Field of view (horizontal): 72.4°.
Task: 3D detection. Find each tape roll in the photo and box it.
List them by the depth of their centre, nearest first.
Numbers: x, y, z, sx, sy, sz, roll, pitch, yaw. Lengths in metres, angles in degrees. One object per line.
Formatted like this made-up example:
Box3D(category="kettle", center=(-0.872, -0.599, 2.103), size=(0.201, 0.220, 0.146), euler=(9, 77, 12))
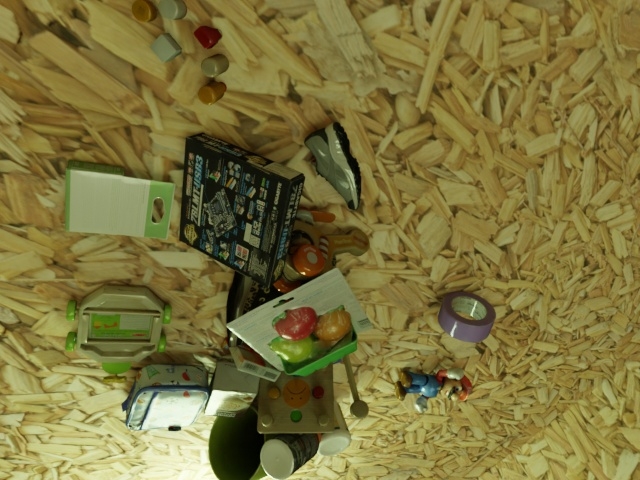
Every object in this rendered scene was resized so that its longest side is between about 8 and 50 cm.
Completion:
Box3D(category="tape roll", center=(0.526, 0.273, 1.581), size=(0.189, 0.189, 0.080), euler=(-4, 123, -16))

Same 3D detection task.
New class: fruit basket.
Box3D(category="fruit basket", center=(-0.043, 0.233, 1.241), size=(0.327, 0.165, 0.353), euler=(-28, 133, 3))

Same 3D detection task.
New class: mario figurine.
Box3D(category="mario figurine", center=(0.484, 0.618, 1.810), size=(0.321, 0.170, 0.198), euler=(3, 157, -12))

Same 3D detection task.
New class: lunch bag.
Box3D(category="lunch bag", center=(-0.505, 0.517, 1.419), size=(0.243, 0.114, 0.303), euler=(9, 131, -28))

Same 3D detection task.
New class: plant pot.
Box3D(category="plant pot", center=(-0.217, 0.758, 1.644), size=(0.275, 0.274, 0.294), euler=(-44, 141, 13))

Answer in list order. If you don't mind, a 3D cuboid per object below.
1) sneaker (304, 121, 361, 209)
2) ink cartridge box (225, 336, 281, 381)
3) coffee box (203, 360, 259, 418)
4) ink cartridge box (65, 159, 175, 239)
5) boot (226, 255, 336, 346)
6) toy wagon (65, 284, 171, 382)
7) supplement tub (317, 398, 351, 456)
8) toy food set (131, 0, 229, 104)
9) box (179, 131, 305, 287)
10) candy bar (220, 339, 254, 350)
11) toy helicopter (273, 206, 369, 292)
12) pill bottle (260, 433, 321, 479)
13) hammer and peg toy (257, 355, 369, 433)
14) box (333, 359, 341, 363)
Box3D(category="sneaker", center=(0.043, -0.190, 1.172), size=(0.108, 0.100, 0.271), euler=(-11, 133, 19))
Box3D(category="ink cartridge box", center=(-0.218, 0.367, 1.404), size=(0.145, 0.179, 0.045), euler=(31, 98, -33))
Box3D(category="coffee box", center=(-0.298, 0.503, 1.458), size=(0.141, 0.098, 0.246), euler=(11, 139, -13))
Box3D(category="ink cartridge box", center=(-0.488, -0.094, 1.070), size=(0.235, 0.056, 0.171), euler=(5, 122, -25))
Box3D(category="boot", center=(-0.128, 0.172, 1.330), size=(0.285, 0.138, 0.377), euler=(6, 115, -23))
Box3D(category="toy wagon", center=(-0.593, 0.281, 1.284), size=(0.268, 0.068, 0.344), euler=(7, 121, -23))
Box3D(category="supplement tub", center=(0.024, 0.711, 1.704), size=(0.145, 0.199, 0.144), euler=(-9, 125, -13))
Box3D(category="toy food set", center=(-0.270, -0.412, 0.921), size=(0.111, 0.104, 0.232), euler=(-34, 110, 22))
Box3D(category="box", center=(-0.204, -0.072, 1.062), size=(0.073, 0.294, 0.295), euler=(-36, 146, -54))
Box3D(category="candy bar", center=(-0.267, 0.372, 1.487), size=(0.162, 0.018, 0.040), euler=(31, 109, -34))
Box3D(category="toy helicopter", center=(0.000, 0.000, 1.237), size=(0.355, 0.234, 0.140), euler=(-5, 155, -42))
Box3D(category="pill bottle", center=(-0.087, 0.708, 1.501), size=(0.130, 0.130, 0.246), euler=(-48, 158, 15))
Box3D(category="hammer and peg toy", center=(-0.027, 0.512, 1.489), size=(0.362, 0.265, 0.127), euler=(-1, 151, -2))
Box3D(category="box", center=(0.016, 0.382, 1.575), size=(0.105, 0.043, 0.179), euler=(-16, 125, -7))
